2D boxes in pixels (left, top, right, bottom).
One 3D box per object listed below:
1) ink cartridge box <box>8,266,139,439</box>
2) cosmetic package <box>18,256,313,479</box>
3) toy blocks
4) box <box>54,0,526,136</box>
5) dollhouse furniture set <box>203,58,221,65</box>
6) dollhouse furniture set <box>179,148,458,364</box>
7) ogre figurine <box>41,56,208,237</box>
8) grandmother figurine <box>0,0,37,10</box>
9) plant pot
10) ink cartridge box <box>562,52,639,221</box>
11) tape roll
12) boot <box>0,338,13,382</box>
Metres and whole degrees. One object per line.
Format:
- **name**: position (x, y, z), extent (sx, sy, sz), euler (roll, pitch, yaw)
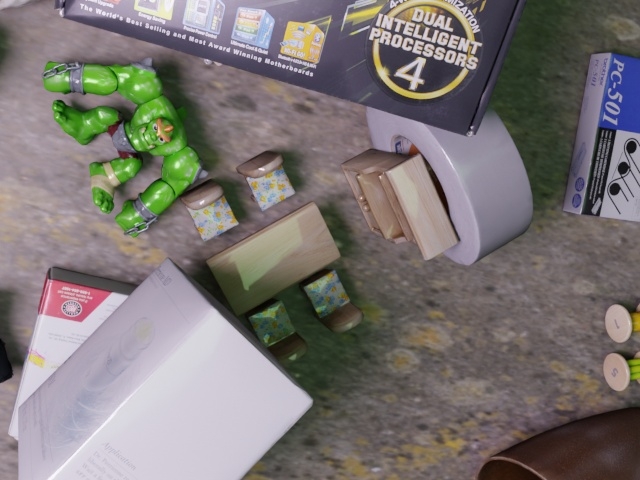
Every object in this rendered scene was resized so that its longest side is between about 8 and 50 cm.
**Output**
- **ink cartridge box**: position (-0.257, 0.131, 0.904), extent (0.127, 0.072, 0.175), euler (15, 95, -20)
- **cosmetic package**: position (-0.158, 0.156, 0.782), extent (0.224, 0.224, 0.138), euler (-45, 111, -8)
- **toy blocks**: position (0.472, 0.142, 1.145), extent (0.148, 0.054, 0.123), euler (-4, 100, -17)
- **box**: position (-0.003, -0.295, 0.703), extent (0.395, 0.097, 0.318), euler (17, 114, -3)
- **dollhouse furniture set**: position (-0.071, -0.194, 0.911), extent (0.081, 0.091, 0.114), euler (-43, 112, 10)
- **dollhouse furniture set**: position (0.000, 0.000, 0.916), extent (0.242, 0.161, 0.212), euler (-29, 107, -11)
- **ogre figurine**: position (-0.201, -0.111, 0.875), extent (0.118, 0.097, 0.197), euler (-23, 90, 6)
- **grandmother figurine**: position (-0.395, -0.305, 0.729), extent (0.342, 0.208, 0.104), euler (20, 128, -40)
- **plant pot**: position (0.361, 0.321, 1.079), extent (0.230, 0.215, 0.215), euler (-26, 107, -27)
- **ink cartridge box**: position (0.386, -0.133, 1.075), extent (0.097, 0.046, 0.207), euler (5, 97, -19)
- **tape roll**: position (0.138, -0.083, 0.915), extent (0.072, 0.219, 0.219), euler (-30, 107, -11)
- **boot**: position (-0.352, 0.105, 0.849), extent (0.045, 0.121, 0.099), euler (-14, 97, -12)
